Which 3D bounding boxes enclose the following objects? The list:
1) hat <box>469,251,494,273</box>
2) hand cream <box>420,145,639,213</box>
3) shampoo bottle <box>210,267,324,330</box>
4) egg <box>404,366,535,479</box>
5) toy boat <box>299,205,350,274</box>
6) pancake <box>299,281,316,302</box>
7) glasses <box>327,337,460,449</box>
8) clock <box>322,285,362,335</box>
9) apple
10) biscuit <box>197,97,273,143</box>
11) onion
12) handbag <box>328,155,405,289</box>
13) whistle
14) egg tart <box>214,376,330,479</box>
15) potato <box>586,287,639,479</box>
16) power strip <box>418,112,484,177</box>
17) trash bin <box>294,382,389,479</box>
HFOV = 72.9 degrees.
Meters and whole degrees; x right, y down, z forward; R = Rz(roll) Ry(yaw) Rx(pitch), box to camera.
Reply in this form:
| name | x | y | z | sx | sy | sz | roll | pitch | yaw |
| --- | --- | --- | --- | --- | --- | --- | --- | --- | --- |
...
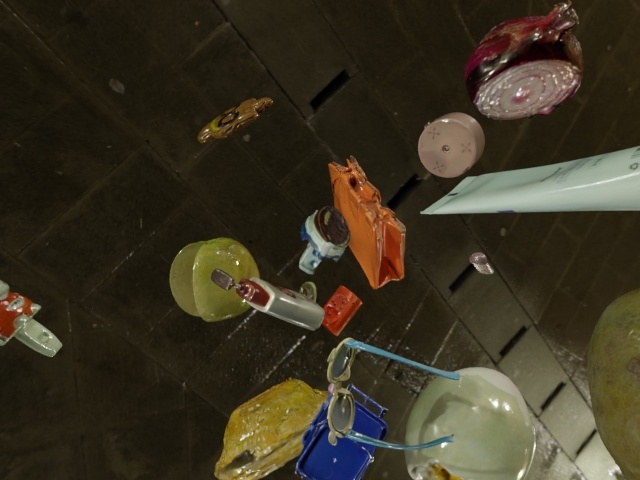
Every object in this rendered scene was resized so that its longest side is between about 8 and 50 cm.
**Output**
| name | x | y | z | sx | sy | sz | roll | pitch | yaw |
| --- | --- | --- | --- | --- | --- | --- | --- | --- | --- |
| hat | 0.525 | 0.069 | 1.397 | 0.058 | 0.087 | 0.042 | -21 | 141 | -37 |
| hand cream | 0.258 | -0.064 | 0.476 | 0.109 | 0.320 | 0.067 | -35 | 110 | -26 |
| shampoo bottle | -0.127 | 0.137 | 1.061 | 0.284 | 0.153 | 0.071 | 29 | 90 | -38 |
| egg | 0.360 | 0.451 | 1.039 | 0.336 | 0.278 | 0.278 | -49 | 118 | -36 |
| toy boat | 0.000 | 0.000 | 1.046 | 0.114 | 0.262 | 0.115 | 34 | 115 | -10 |
| pancake | -0.047 | 0.206 | 1.619 | 0.017 | 0.108 | 0.108 | 6 | 100 | -38 |
| glasses | 0.123 | 0.267 | 0.755 | 0.220 | 0.088 | 0.190 | 2 | 102 | 12 |
| clock | 0.061 | 0.240 | 1.531 | 0.155 | 0.113 | 0.061 | -50 | 134 | -8 |
| apple | -0.346 | 0.125 | 1.429 | 0.291 | 0.292 | 0.254 | -11 | 102 | -20 |
| biscuit | -0.294 | -0.417 | 1.476 | 0.290 | 0.208 | 0.041 | -24 | 124 | 11 |
| onion | 0.352 | -0.315 | 0.729 | 0.195 | 0.218 | 0.140 | 5 | 65 | 1 |
| handbag | 0.155 | -0.065 | 1.487 | 0.116 | 0.410 | 0.304 | -18 | 139 | -11 |
| whistle | -0.650 | 0.154 | 0.893 | 0.253 | 0.105 | 0.102 | 47 | 52 | -18 |
| egg tart | -0.141 | 0.557 | 1.343 | 0.443 | 0.443 | 0.178 | -28 | 82 | -14 |
| potato | 0.387 | 0.172 | 0.482 | 0.174 | 0.159 | 0.251 | 52 | 49 | -38 |
| power strip | 0.325 | -0.240 | 1.085 | 0.078 | 0.154 | 0.154 | -36 | 117 | -45 |
| trash bin | 0.048 | 0.421 | 0.912 | 0.162 | 0.234 | 0.184 | 32 | 87 | 14 |
